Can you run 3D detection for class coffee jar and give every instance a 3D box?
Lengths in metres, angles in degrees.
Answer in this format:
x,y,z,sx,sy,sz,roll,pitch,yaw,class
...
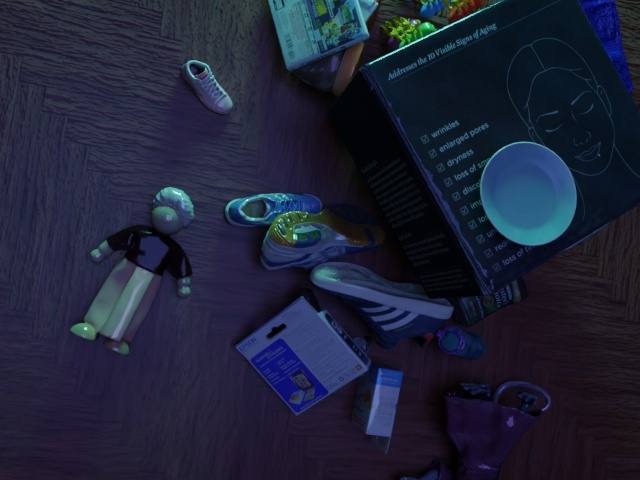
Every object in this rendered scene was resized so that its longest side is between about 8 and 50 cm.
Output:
x,y,z,sx,sy,sz,roll,pitch,yaw,class
0.395,0.126,1.571,0.185,0.079,0.096,-23,96,-16,coffee jar

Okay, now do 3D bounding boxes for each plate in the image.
x,y,z,sx,sy,sz,roll,pitch,yaw,class
0.367,-0.082,1.193,0.188,0.024,0.188,2,83,-12,plate

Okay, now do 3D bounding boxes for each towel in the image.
x,y,z,sx,sy,sz,roll,pitch,yaw,class
0.655,-0.485,1.645,0.228,0.076,0.308,-18,95,-20,towel

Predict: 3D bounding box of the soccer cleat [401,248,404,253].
x,y,z,sx,sy,sz,roll,pitch,yaw,class
0.328,-0.035,1.553,0.319,0.108,0.116,-12,68,-11,soccer cleat

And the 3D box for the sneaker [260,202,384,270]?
x,y,z,sx,sy,sz,roll,pitch,yaw,class
0.000,0.000,1.453,0.297,0.131,0.111,-2,53,-34,sneaker

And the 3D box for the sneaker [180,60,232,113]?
x,y,z,sx,sy,sz,roll,pitch,yaw,class
-0.234,-0.320,1.392,0.134,0.070,0.051,45,76,-13,sneaker

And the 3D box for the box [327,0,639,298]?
x,y,z,sx,sy,sz,roll,pitch,yaw,class
0.351,-0.197,1.365,0.480,0.297,0.471,-28,91,-15,box

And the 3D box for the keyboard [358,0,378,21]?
x,y,z,sx,sy,sz,roll,pitch,yaw,class
0.000,-0.526,1.419,0.256,0.014,0.072,35,93,20,keyboard

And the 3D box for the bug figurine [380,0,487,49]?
x,y,z,sx,sy,sz,roll,pitch,yaw,class
0.242,-0.481,1.450,0.216,0.279,0.072,-35,113,6,bug figurine

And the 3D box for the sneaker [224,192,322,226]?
x,y,z,sx,sy,sz,roll,pitch,yaw,class
-0.094,-0.061,1.426,0.211,0.081,0.080,-8,91,-18,sneaker

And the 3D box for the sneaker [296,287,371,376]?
x,y,z,sx,sy,sz,roll,pitch,yaw,class
0.040,0.197,1.438,0.132,0.086,0.228,-14,105,22,sneaker

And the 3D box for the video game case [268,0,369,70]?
x,y,z,sx,sy,sz,roll,pitch,yaw,class
-0.010,-0.477,1.396,0.184,0.023,0.201,-19,77,17,video game case

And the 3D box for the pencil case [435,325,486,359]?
x,y,z,sx,sy,sz,roll,pitch,yaw,class
0.322,0.234,1.523,0.064,0.070,0.152,-58,146,4,pencil case

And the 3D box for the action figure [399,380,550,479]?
x,y,z,sx,sy,sz,roll,pitch,yaw,class
0.353,0.503,1.541,0.276,0.248,0.369,-5,108,-58,action figure

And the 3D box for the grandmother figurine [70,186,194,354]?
x,y,z,sx,sy,sz,roll,pitch,yaw,class
-0.351,0.054,1.344,0.208,0.104,0.342,27,85,-23,grandmother figurine

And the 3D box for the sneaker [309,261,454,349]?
x,y,z,sx,sy,sz,roll,pitch,yaw,class
0.120,0.156,1.455,0.350,0.131,0.148,18,109,-22,sneaker

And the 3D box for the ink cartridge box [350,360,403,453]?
x,y,z,sx,sy,sz,roll,pitch,yaw,class
0.119,0.365,1.476,0.062,0.104,0.181,12,86,-16,ink cartridge box

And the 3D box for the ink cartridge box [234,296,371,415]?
x,y,z,sx,sy,sz,roll,pitch,yaw,class
-0.038,0.237,1.403,0.206,0.045,0.208,-37,99,23,ink cartridge box

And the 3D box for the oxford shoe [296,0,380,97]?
x,y,z,sx,sy,sz,roll,pitch,yaw,class
0.052,-0.490,1.451,0.133,0.130,0.363,18,75,3,oxford shoe
